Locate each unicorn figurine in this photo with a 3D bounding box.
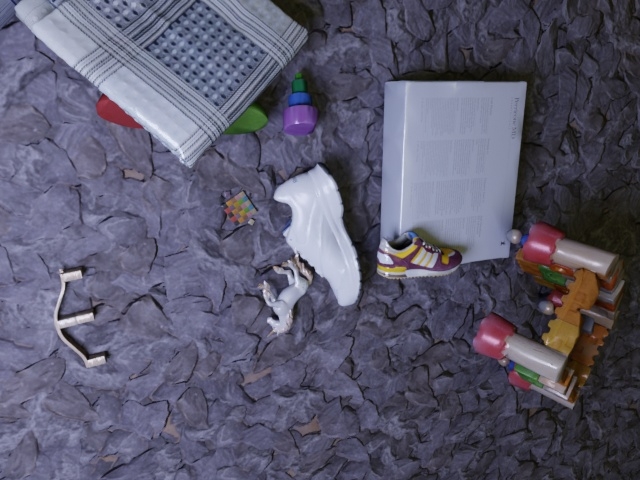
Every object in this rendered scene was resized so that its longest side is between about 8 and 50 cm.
[{"bbox_3d":[-0.073,0.113,1.004,0.162,0.060,0.111,-43,115,-6],"label":"unicorn figurine"}]

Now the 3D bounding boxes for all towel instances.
[{"bbox_3d":[-0.218,-0.322,0.748,0.324,0.056,0.312,41,72,-9],"label":"towel"}]

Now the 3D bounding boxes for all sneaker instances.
[{"bbox_3d":[0.000,0.000,0.996,0.129,0.111,0.297,-19,107,0],"label":"sneaker"},{"bbox_3d":[0.199,0.022,0.985,0.186,0.069,0.083,-8,113,-21],"label":"sneaker"}]

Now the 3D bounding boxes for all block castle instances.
[{"bbox_3d":[0.493,0.171,1.114,0.303,0.213,0.453,-60,143,-7],"label":"block castle"}]

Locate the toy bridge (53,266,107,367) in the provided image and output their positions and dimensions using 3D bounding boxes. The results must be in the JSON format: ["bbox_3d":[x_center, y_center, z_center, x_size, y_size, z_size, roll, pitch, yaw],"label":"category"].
[{"bbox_3d":[-0.427,0.136,0.882,0.063,0.026,0.188,-13,108,-18],"label":"toy bridge"}]

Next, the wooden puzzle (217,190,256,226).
[{"bbox_3d":[-0.153,-0.060,0.954,0.049,0.006,0.083,-36,114,-10],"label":"wooden puzzle"}]

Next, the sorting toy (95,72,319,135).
[{"bbox_3d":[-0.178,-0.257,0.852,0.366,0.127,0.126,0,81,-20],"label":"sorting toy"}]

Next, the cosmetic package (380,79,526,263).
[{"bbox_3d":[0.272,-0.137,1.059,0.285,0.097,0.377,-5,107,-19],"label":"cosmetic package"}]

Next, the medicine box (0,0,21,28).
[{"bbox_3d":[-0.516,-0.263,0.591,0.149,0.289,0.263,43,86,-26],"label":"medicine box"}]
